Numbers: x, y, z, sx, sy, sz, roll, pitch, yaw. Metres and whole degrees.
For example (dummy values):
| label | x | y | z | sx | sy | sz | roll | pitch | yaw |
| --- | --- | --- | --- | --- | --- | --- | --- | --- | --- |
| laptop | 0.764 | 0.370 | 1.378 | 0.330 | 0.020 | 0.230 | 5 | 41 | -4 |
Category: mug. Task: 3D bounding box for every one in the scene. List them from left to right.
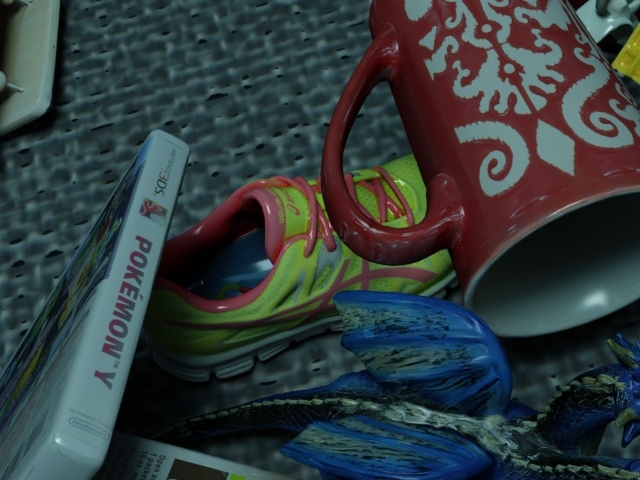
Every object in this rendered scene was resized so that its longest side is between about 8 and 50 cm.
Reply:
| label | x | y | z | sx | sy | sz | roll | pitch | yaw |
| --- | --- | --- | --- | --- | --- | --- | --- | --- | --- |
| mug | 0.077 | -0.058 | 0.511 | 0.113 | 0.150 | 0.169 | -44 | 50 | 36 |

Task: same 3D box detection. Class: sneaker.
| label | x | y | z | sx | sy | sz | roll | pitch | yaw |
| --- | --- | --- | --- | --- | --- | --- | --- | --- | --- |
| sneaker | 0.000 | 0.000 | 0.568 | 0.209 | 0.094 | 0.081 | -27 | 57 | -5 |

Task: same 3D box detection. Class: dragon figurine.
| label | x | y | z | sx | sy | sz | roll | pitch | yaw |
| --- | --- | --- | --- | --- | --- | --- | --- | --- | --- |
| dragon figurine | 0.038 | 0.077 | 0.485 | 0.289 | 0.144 | 0.085 | 10 | 63 | 18 |

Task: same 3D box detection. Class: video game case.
| label | x | y | z | sx | sy | sz | roll | pitch | yaw |
| --- | --- | --- | --- | --- | --- | --- | --- | --- | --- |
| video game case | -0.122 | 0.074 | 0.484 | 0.023 | 0.201 | 0.183 | 27 | 36 | -16 |

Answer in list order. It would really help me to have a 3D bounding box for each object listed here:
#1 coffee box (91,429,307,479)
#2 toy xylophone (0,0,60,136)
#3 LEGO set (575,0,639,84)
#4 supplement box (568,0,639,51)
| label | x | y | z | sx | sy | sz | roll | pitch | yaw |
| --- | --- | --- | --- | --- | --- | --- | --- | --- | --- |
| coffee box | 0.021 | 0.166 | 0.440 | 0.247 | 0.141 | 0.098 | 10 | 63 | 19 |
| toy xylophone | -0.299 | -0.131 | 0.632 | 0.081 | 0.323 | 0.236 | -31 | 58 | 39 |
| LEGO set | 0.214 | -0.010 | 0.544 | 0.132 | 0.107 | 0.287 | -39 | 58 | 31 |
| supplement box | 0.186 | -0.186 | 0.546 | 0.130 | 0.239 | 0.073 | 14 | 66 | 20 |
